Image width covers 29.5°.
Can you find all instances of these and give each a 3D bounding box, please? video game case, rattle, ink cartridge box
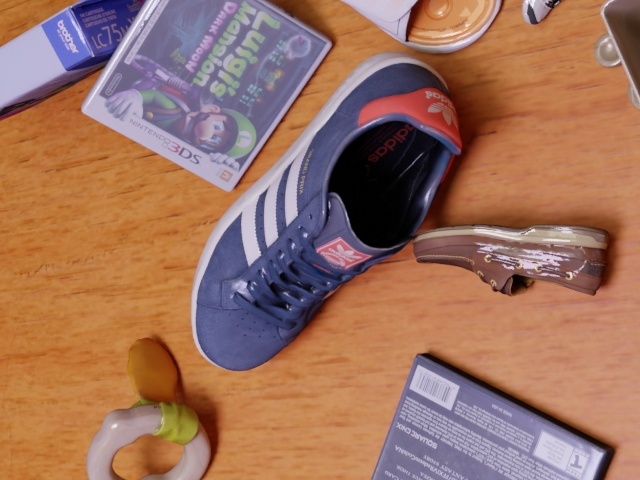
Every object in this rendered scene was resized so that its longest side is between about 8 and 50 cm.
[{"bbox_3d":[0.120,0.263,1.071,0.196,0.026,0.274,26,103,33],"label":"video game case"},{"bbox_3d":[-0.111,-0.161,1.186,0.190,0.173,0.022,-54,22,20],"label":"video game case"},{"bbox_3d":[-0.194,0.228,1.270,0.143,0.130,0.199,41,137,41],"label":"rattle"},{"bbox_3d":[-0.267,-0.196,1.272,0.311,0.186,0.065,-23,98,33],"label":"ink cartridge box"}]

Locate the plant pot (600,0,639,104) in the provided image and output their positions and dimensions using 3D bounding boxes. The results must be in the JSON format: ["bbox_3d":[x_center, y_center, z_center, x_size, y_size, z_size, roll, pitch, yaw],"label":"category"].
[{"bbox_3d":[0.292,-0.148,0.900,0.109,0.096,0.109,-30,73,38],"label":"plant pot"}]

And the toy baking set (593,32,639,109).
[{"bbox_3d":[0.312,-0.208,0.961,0.197,0.030,0.256,8,92,35],"label":"toy baking set"}]

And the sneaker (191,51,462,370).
[{"bbox_3d":[0.000,0.000,1.080,0.350,0.131,0.148,-56,27,19],"label":"sneaker"}]

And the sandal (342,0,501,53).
[{"bbox_3d":[0.036,-0.258,1.102,0.265,0.076,0.102,34,105,15],"label":"sandal"}]

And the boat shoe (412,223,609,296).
[{"bbox_3d":[0.157,0.017,1.036,0.178,0.064,0.060,1,86,33],"label":"boat shoe"}]

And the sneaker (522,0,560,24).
[{"bbox_3d":[0.204,-0.218,1.037,0.037,0.032,0.083,40,110,30],"label":"sneaker"}]
